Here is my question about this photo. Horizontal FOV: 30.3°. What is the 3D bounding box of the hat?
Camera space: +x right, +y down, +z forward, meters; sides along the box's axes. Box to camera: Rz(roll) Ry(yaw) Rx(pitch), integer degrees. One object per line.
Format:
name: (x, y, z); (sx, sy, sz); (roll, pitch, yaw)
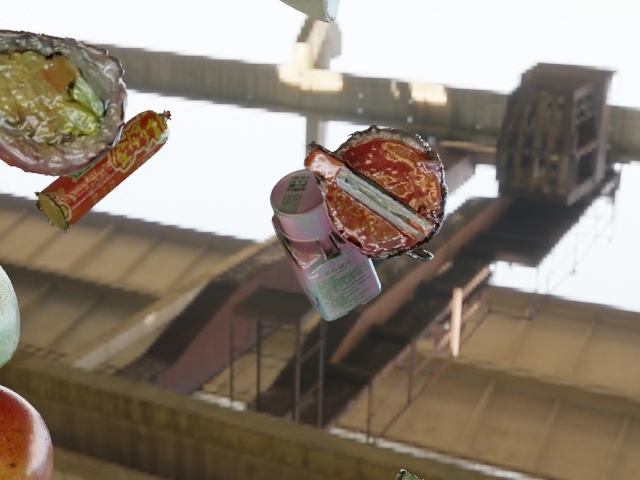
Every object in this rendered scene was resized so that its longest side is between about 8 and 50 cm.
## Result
hat: (0.062, -0.057, 1.203); (0.140, 0.129, 0.227); (13, -171, 6)

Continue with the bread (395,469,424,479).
bread: (0.131, 0.436, 1.824); (0.064, 0.232, 0.172); (28, -144, 18)

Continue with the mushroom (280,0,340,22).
mushroom: (-0.147, -0.461, 1.764); (0.397, 0.177, 0.126); (24, -136, 10)

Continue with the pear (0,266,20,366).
pear: (-0.517, 0.048, 1.665); (0.288, 0.139, 0.239); (28, -167, 12)

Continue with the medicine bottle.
medicine bottle: (0.000, 0.000, 1.503); (0.094, 0.188, 0.119); (-29, -132, -5)

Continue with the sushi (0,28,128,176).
sushi: (-0.345, -0.158, 1.355); (0.241, 0.161, 0.107); (7, -175, -25)

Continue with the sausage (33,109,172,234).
sausage: (-0.328, -0.124, 1.852); (0.083, 0.083, 0.264); (19, -126, 42)

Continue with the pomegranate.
pomegranate: (-0.450, 0.305, 1.521); (0.221, 0.256, 0.221); (-11, 157, -5)
